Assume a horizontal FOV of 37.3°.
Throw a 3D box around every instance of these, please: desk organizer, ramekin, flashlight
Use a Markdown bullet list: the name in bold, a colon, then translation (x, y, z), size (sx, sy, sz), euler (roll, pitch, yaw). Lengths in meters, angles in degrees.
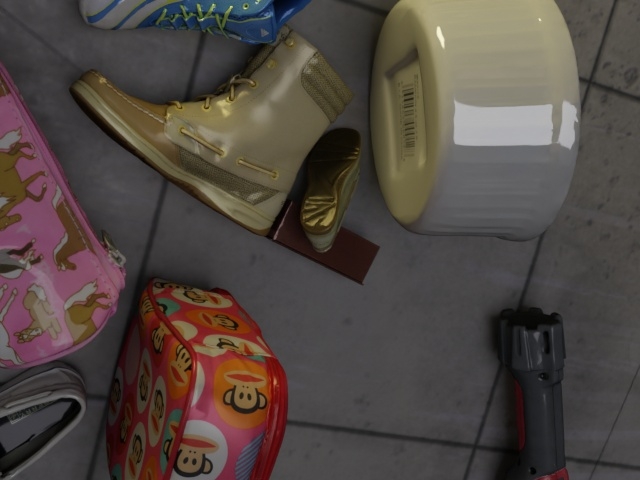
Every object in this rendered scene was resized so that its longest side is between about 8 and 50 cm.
- **desk organizer**: translation (0.000, 0.000, 1.094), size (0.130, 0.047, 0.050), euler (27, 90, -25)
- **ramekin**: translation (0.147, -0.133, 1.002), size (0.135, 0.277, 0.277), euler (-3, 105, -13)
- **flashlight**: translation (0.275, 0.241, 1.242), size (0.103, 0.103, 0.304), euler (-4, 103, 14)

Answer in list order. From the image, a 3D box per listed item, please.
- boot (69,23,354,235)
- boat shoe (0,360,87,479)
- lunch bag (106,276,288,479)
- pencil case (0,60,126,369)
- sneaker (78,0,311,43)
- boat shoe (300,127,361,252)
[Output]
- **boot**: translation (-0.105, -0.149, 0.987), size (0.262, 0.095, 0.203), euler (35, 90, -27)
- **boat shoe**: translation (-0.360, 0.218, 0.984), size (0.258, 0.084, 0.095), euler (-37, 114, -10)
- **lunch bag**: translation (-0.143, 0.193, 0.951), size (0.120, 0.293, 0.258), euler (13, 102, -23)
- **pencil case**: translation (-0.326, -0.071, 0.873), size (0.167, 0.160, 0.386), euler (-41, 120, -33)
- **sneaker**: translation (-0.111, -0.243, 0.935), size (0.240, 0.126, 0.091), euler (-25, 149, -15)
- **boat shoe**: translation (0.014, -0.059, 1.060), size (0.056, 0.153, 0.048), euler (4, 146, 12)
